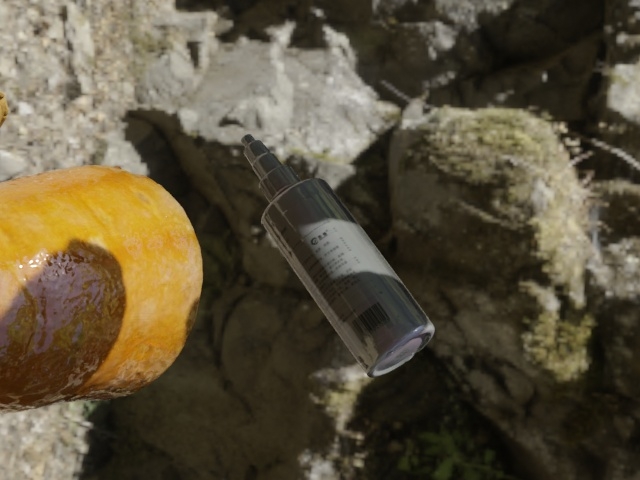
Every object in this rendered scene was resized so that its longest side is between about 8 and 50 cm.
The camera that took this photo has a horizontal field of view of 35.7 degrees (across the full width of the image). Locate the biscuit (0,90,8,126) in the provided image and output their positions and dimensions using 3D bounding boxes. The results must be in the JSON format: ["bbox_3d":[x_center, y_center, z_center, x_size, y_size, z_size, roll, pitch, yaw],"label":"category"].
[{"bbox_3d":[-0.338,-0.083,0.894,0.140,0.023,0.118,-44,168,-25],"label":"biscuit"}]

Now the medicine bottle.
[{"bbox_3d":[0.000,0.000,0.688,0.199,0.057,0.057,53,9,21],"label":"medicine bottle"}]

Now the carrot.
[{"bbox_3d":[-0.196,0.026,0.578,0.225,0.159,0.159,3,91,-63],"label":"carrot"}]
